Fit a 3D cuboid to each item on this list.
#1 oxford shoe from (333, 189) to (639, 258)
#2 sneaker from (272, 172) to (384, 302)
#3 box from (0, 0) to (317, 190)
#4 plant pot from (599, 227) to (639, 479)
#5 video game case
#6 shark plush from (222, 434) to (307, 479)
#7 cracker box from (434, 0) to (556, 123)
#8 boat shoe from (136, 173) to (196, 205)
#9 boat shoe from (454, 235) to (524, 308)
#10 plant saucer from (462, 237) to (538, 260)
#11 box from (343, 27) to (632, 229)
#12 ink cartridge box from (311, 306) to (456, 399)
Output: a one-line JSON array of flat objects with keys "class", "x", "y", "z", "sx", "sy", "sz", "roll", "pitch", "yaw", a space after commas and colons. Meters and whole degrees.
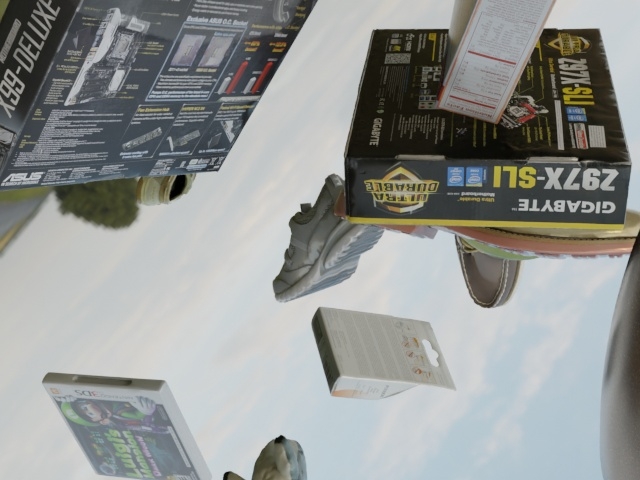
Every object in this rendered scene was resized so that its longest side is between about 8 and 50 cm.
[{"class": "oxford shoe", "x": 0.215, "y": -0.061, "z": 1.300, "sx": 0.140, "sy": 0.397, "sz": 0.146, "roll": 13, "pitch": 88, "yaw": -78}, {"class": "sneaker", "x": 0.000, "y": 0.000, "z": 1.564, "sx": 0.105, "sy": 0.115, "sz": 0.281, "roll": -18, "pitch": 162, "yaw": -35}, {"class": "box", "x": -0.162, "y": -0.168, "z": 1.005, "sx": 0.307, "sy": 0.076, "sz": 0.242, "roll": -11, "pitch": 141, "yaw": -53}, {"class": "plant pot", "x": 0.244, "y": 0.051, "z": 0.564, "sx": 0.216, "sy": 0.230, "sz": 0.215, "roll": -12, "pitch": -133, "yaw": 13}, {"class": "video game case", "x": -0.244, "y": 0.243, "z": 1.368, "sx": 0.173, "sy": 0.190, "sz": 0.022, "roll": 1, "pitch": -138, "yaw": 22}, {"class": "shark plush", "x": -0.014, "y": 0.231, "z": 0.900, "sx": 0.073, "sy": 0.067, "sz": 0.161, "roll": -47, "pitch": -131, "yaw": 13}, {"class": "cracker box", "x": 0.168, "y": -0.236, "z": 0.937, "sx": 0.232, "sy": 0.067, "sz": 0.155, "roll": 108, "pitch": -4, "yaw": -56}, {"class": "boat shoe", "x": -0.197, "y": -0.077, "z": 1.452, "sx": 0.153, "sy": 0.048, "sz": 0.056, "roll": -36, "pitch": 134, "yaw": -69}, {"class": "boat shoe", "x": 0.263, "y": -0.034, "z": 1.726, "sx": 0.117, "sy": 0.324, "sz": 0.097, "roll": 9, "pitch": -158, "yaw": 29}, {"class": "plant saucer", "x": 0.292, "y": -0.089, "z": 1.576, "sx": 0.241, "sy": 0.241, "sz": 0.037, "roll": -49, "pitch": 177, "yaw": 7}, {"class": "box", "x": 0.166, "y": -0.126, "z": 1.094, "sx": 0.322, "sy": 0.257, "sz": 0.079, "roll": -78, "pitch": 169, "yaw": -57}, {"class": "ink cartridge box", "x": 0.085, "y": 0.162, "z": 1.502, "sx": 0.145, "sy": 0.179, "sz": 0.045, "roll": -108, "pitch": -144, "yaw": -50}]
